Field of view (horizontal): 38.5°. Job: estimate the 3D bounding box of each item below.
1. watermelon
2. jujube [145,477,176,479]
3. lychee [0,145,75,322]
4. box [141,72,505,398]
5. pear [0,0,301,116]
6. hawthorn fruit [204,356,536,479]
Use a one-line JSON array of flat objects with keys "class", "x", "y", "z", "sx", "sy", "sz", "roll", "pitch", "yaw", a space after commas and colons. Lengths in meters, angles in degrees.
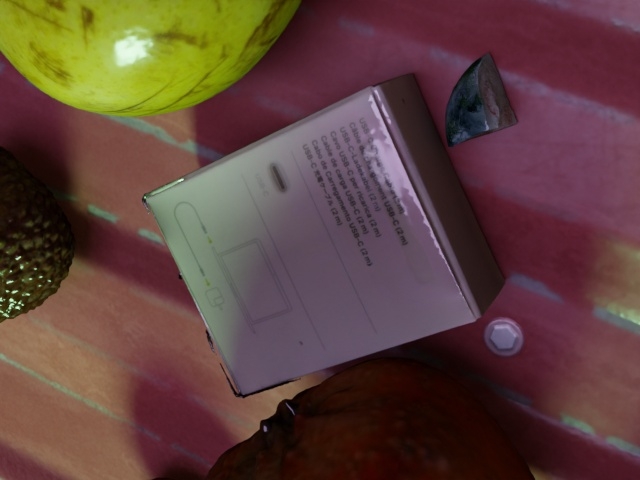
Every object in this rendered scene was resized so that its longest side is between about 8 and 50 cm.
[{"class": "watermelon", "x": 0.133, "y": -0.100, "z": 0.734, "sx": 0.061, "sy": 0.085, "sz": 0.085, "roll": 10, "pitch": 115, "yaw": -16}, {"class": "jujube", "x": -0.139, "y": 0.330, "z": 0.964, "sx": 0.176, "sy": 0.109, "sz": 0.112, "roll": 39, "pitch": 152, "yaw": 5}, {"class": "lychee", "x": -0.340, "y": 0.001, "z": 0.911, "sx": 0.195, "sy": 0.194, "sz": 0.194, "roll": 7, "pitch": 109, "yaw": 22}, {"class": "box", "x": 0.000, "y": 0.000, "z": 0.795, "sx": 0.252, "sy": 0.106, "sz": 0.203, "roll": -22, "pitch": 95, "yaw": 29}, {"class": "pear", "x": -0.140, "y": -0.227, "z": 0.699, "sx": 0.281, "sy": 0.281, "sz": 0.280, "roll": 7, "pitch": 109, "yaw": 22}, {"class": "hawthorn fruit", "x": 0.061, "y": 0.271, "z": 0.771, "sx": 0.287, "sy": 0.287, "sz": 0.330, "roll": -34, "pitch": 99, "yaw": 29}]
